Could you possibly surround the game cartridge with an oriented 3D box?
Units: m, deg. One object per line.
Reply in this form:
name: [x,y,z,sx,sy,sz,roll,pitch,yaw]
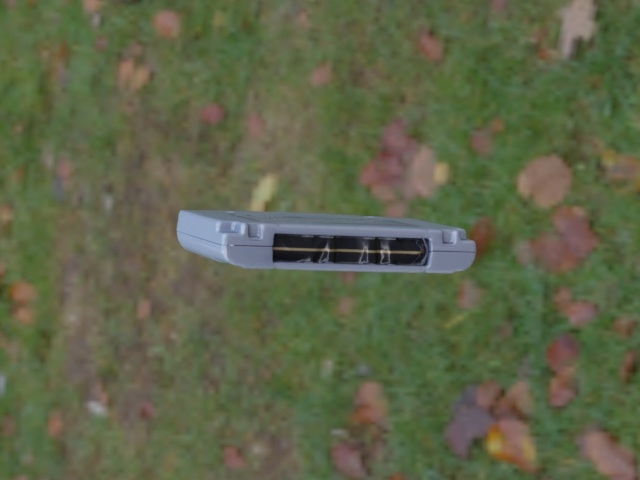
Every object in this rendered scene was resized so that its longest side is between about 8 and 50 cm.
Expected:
game cartridge: [0.000,0.000,0.571,0.056,0.083,0.017,-156,70,-67]
